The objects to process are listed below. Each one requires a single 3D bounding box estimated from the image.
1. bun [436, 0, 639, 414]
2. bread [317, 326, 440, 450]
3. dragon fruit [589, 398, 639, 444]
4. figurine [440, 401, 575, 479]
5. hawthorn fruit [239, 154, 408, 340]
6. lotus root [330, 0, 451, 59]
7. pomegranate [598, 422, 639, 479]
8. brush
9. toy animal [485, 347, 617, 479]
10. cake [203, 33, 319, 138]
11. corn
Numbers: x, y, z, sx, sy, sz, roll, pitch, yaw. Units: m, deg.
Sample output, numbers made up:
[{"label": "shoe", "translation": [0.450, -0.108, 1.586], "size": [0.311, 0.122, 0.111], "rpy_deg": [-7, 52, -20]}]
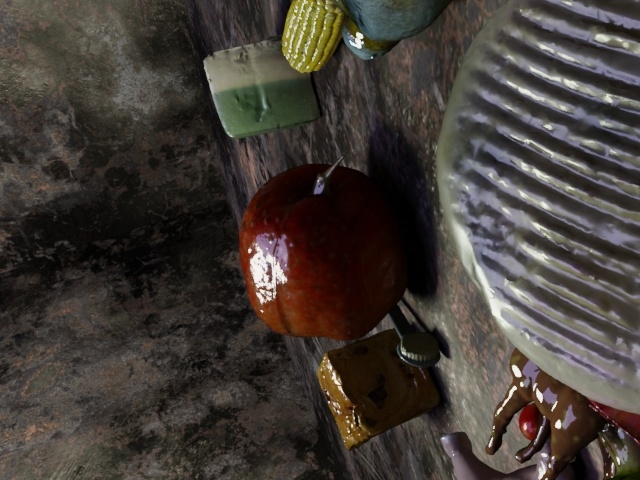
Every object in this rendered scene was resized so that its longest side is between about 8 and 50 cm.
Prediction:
[{"label": "bun", "translation": [0.164, -0.038, 0.355], "size": [0.209, 0.116, 0.237], "rpy_deg": [16, 97, 43]}, {"label": "bread", "translation": [0.090, 0.232, 1.099], "size": [0.143, 0.158, 0.149], "rpy_deg": [115, 138, -66]}, {"label": "dragon fruit", "translation": [0.236, 0.089, 0.396], "size": [0.153, 0.111, 0.153], "rpy_deg": [38, -170, -8]}, {"label": "figurine", "translation": [0.202, 0.312, 0.677], "size": [0.186, 0.176, 0.288], "rpy_deg": [50, -152, -63]}, {"label": "hawthorn fruit", "translation": [0.000, 0.018, 0.999], "size": [0.262, 0.258, 0.258], "rpy_deg": [46, -175, -35]}, {"label": "lotus root", "translation": [0.057, -0.255, 0.585], "size": [0.158, 0.140, 0.322], "rpy_deg": [44, 180, 13]}, {"label": "pomegranate", "translation": [0.231, 0.189, 0.486], "size": [0.122, 0.122, 0.162], "rpy_deg": [100, 163, -66]}, {"label": "brush", "translation": [0.112, 0.105, 1.069], "size": [0.266, 0.062, 0.027], "rpy_deg": [-119, 31, -59]}, {"label": "toy animal", "translation": [0.188, 0.095, 0.626], "size": [0.224, 0.066, 0.230], "rpy_deg": [35, 124, 56]}, {"label": "cake", "translation": [-0.126, -0.280, 1.315], "size": [0.283, 0.172, 0.158], "rpy_deg": [-145, 41, -75]}, {"label": "corn", "translation": [-0.005, -0.294, 0.940], "size": [0.248, 0.081, 0.081], "rpy_deg": [152, 100, -78]}]
